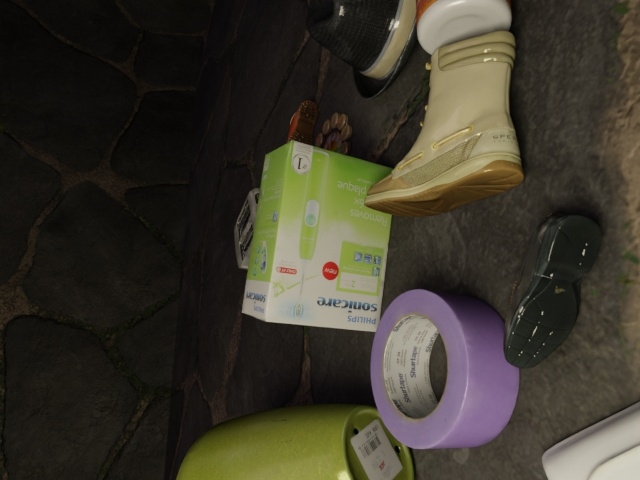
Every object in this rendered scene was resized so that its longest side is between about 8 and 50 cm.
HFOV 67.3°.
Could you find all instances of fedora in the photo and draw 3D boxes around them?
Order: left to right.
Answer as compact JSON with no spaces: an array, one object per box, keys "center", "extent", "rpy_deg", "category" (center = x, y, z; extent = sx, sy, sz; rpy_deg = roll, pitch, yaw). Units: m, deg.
[{"center":[0.064,-0.422,0.865],"extent":[0.334,0.153,0.334],"rpy_deg":[-172,90,-74],"category":"fedora"}]

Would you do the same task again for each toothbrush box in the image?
[{"center":[0.000,0.000,0.817],"extent":[0.122,0.206,0.283],"rpy_deg":[-2,78,63],"category":"toothbrush box"}]

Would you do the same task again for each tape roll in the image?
[{"center":[0.146,0.159,0.602],"extent":[0.189,0.080,0.189],"rpy_deg":[-34,52,57],"category":"tape roll"}]

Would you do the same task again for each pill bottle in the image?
[{"center":[0.191,-0.372,0.661],"extent":[0.121,0.121,0.216],"rpy_deg":[-28,56,59],"category":"pill bottle"}]

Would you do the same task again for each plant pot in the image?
[{"center":[-0.020,0.355,0.701],"extent":[0.293,0.275,0.274],"rpy_deg":[-38,45,34],"category":"plant pot"}]

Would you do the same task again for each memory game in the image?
[{"center":[0.020,-0.196,1.074],"extent":[0.186,0.012,0.186],"rpy_deg":[-34,51,57],"category":"memory game"}]

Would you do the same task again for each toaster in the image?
[{"center":[-0.143,-0.019,1.229],"extent":[0.185,0.110,0.168],"rpy_deg":[-59,32,37],"category":"toaster"}]

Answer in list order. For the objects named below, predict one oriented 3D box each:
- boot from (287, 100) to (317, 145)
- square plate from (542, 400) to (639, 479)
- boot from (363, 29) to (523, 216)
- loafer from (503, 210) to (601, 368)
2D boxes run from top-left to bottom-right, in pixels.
[{"center":[-0.055,-0.265,1.210],"extent":[0.085,0.059,0.157],"rpy_deg":[1,73,67],"category":"boot"},{"center":[0.313,0.229,0.268],"extent":[0.344,0.049,0.347],"rpy_deg":[-57,33,38],"category":"square plate"},{"center":[0.159,-0.148,0.671],"extent":[0.262,0.095,0.203],"rpy_deg":[-18,65,59],"category":"boot"},{"center":[0.233,0.051,0.503],"extent":[0.061,0.062,0.170],"rpy_deg":[-93,22,-77],"category":"loafer"}]
